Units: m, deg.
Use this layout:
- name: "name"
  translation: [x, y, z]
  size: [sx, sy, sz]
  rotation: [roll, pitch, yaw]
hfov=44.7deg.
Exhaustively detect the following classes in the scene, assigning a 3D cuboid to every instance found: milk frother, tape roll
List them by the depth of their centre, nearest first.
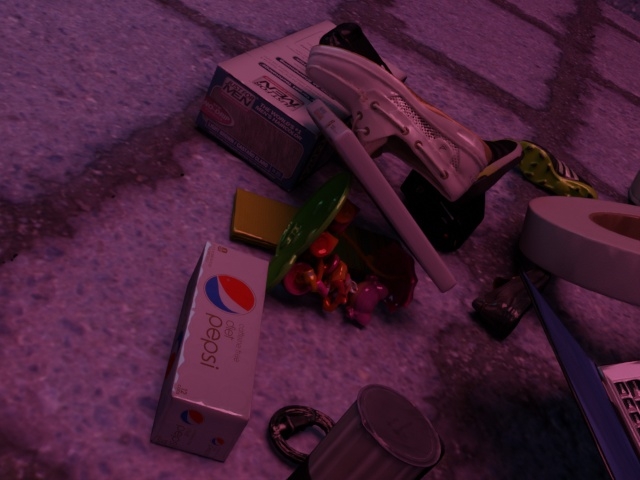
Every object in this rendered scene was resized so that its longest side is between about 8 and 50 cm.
- name: "milk frother"
  translation: [0.020, 0.174, 0.679]
  size: [0.143, 0.135, 0.129]
  rotation: [47, 25, 21]
- name: "tape roll"
  translation: [0.487, 0.019, 1.126]
  size: [0.391, 0.072, 0.392]
  rotation: [9, 15, -3]

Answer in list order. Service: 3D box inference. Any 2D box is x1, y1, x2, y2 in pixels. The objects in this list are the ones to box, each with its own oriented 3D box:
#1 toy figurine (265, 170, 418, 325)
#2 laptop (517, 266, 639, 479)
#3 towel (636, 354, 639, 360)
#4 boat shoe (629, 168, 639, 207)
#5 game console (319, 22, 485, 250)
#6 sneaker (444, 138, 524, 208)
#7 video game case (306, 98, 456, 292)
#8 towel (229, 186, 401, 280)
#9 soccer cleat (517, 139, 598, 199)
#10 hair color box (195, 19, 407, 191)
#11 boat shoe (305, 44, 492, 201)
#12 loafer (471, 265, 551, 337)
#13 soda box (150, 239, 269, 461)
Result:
- name: "toy figurine"
  translation: [0.036, 0.035, 0.901]
  size: [0.159, 0.130, 0.173]
  rotation: [39, 72, -16]
- name: "laptop"
  translation: [0.428, 0.219, 0.781]
  size: [0.407, 0.236, 0.382]
  rotation: [-6, 47, -7]
- name: "towel"
  translation: [0.511, 0.227, 1.045]
  size: [0.209, 0.034, 0.285]
  rotation: [43, 37, 19]
- name: "boat shoe"
  translation: [0.637, -0.057, 1.426]
  size: [0.091, 0.109, 0.305]
  rotation: [26, 32, 2]
- name: "game console"
  translation: [0.130, -0.166, 1.150]
  size: [0.361, 0.044, 0.213]
  rotation: [53, 34, -10]
- name: "sneaker"
  translation: [0.225, -0.128, 1.130]
  size: [0.097, 0.084, 0.234]
  rotation: [56, 33, -2]
- name: "video game case"
  translation: [0.068, -0.060, 0.944]
  size: [0.227, 0.026, 0.206]
  rotation: [53, 4, -21]
- name: "towel"
  translation: [0.000, 0.000, 0.994]
  size: [0.237, 0.021, 0.102]
  rotation: [18, 32, -15]
- name: "soccer cleat"
  translation: [0.423, -0.119, 1.410]
  size: [0.179, 0.060, 0.072]
  rotation: [39, 26, 3]
- name: "hair color box"
  translation: [-0.017, -0.218, 1.180]
  size: [0.173, 0.105, 0.347]
  rotation: [36, 35, 8]
- name: "boat shoe"
  translation: [0.083, -0.150, 1.004]
  size: [0.277, 0.096, 0.098]
  rotation: [35, -6, 9]
- name: "loafer"
  translation: [0.263, 0.067, 1.055]
  size: [0.061, 0.062, 0.170]
  rotation: [35, 34, 18]
- name: "soda box"
  translation: [-0.102, 0.099, 0.753]
  size: [0.073, 0.069, 0.216]
  rotation: [20, 36, -13]
